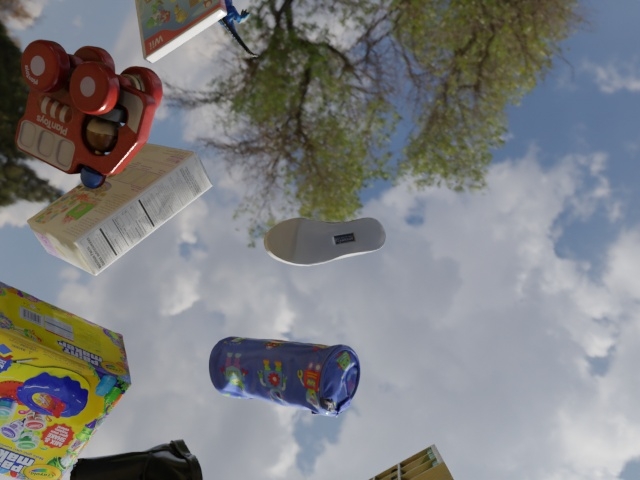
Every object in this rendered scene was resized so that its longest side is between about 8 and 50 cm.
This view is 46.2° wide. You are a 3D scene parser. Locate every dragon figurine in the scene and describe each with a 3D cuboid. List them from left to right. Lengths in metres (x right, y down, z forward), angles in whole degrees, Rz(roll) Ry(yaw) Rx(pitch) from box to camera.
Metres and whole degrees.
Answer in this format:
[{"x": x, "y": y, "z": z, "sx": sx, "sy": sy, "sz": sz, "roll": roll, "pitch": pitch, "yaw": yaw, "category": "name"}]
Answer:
[{"x": -0.259, "y": -0.592, "z": 1.906, "sx": 0.085, "sy": 0.144, "sz": 0.289, "roll": -18, "pitch": -93, "yaw": 34, "category": "dragon figurine"}]

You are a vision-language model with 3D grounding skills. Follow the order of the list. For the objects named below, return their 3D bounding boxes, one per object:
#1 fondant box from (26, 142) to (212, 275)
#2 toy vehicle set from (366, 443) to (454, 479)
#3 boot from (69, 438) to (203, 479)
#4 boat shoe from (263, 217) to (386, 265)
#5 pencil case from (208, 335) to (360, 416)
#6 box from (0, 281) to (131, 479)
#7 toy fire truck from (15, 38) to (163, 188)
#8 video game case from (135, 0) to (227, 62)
[{"x": -0.436, "y": -0.082, "z": 1.638, "sx": 0.238, "sy": 0.096, "sz": 0.330, "roll": 16, "pitch": -133, "yaw": 46, "category": "fondant box"}, {"x": 0.108, "y": 0.361, "z": 1.089, "sx": 0.166, "sy": 0.267, "sz": 0.035, "roll": -29, "pitch": -102, "yaw": 0, "category": "toy vehicle set"}, {"x": -0.314, "y": 0.419, "z": 1.277, "sx": 0.246, "sy": 0.207, "sz": 0.094, "roll": -168, "pitch": -109, "yaw": -68, "category": "boot"}, {"x": 0.000, "y": 0.000, "z": 1.499, "sx": 0.088, "sy": 0.267, "sz": 0.096, "roll": -21, "pitch": -99, "yaw": 59, "category": "boat shoe"}, {"x": -0.067, "y": 0.247, "z": 1.379, "sx": 0.306, "sy": 0.119, "sz": 0.133, "roll": -1, "pitch": -82, "yaw": 40, "category": "pencil case"}, {"x": -0.564, "y": 0.274, "z": 1.421, "sx": 0.279, "sy": 0.290, "sz": 0.177, "roll": -53, "pitch": -149, "yaw": 10, "category": "box"}, {"x": -0.468, "y": -0.246, "z": 1.499, "sx": 0.302, "sy": 0.169, "sz": 0.254, "roll": 26, "pitch": -72, "yaw": 19, "category": "toy fire truck"}, {"x": -0.288, "y": -0.516, "z": 1.478, "sx": 0.204, "sy": 0.025, "sz": 0.285, "roll": -23, "pitch": -112, "yaw": 28, "category": "video game case"}]
